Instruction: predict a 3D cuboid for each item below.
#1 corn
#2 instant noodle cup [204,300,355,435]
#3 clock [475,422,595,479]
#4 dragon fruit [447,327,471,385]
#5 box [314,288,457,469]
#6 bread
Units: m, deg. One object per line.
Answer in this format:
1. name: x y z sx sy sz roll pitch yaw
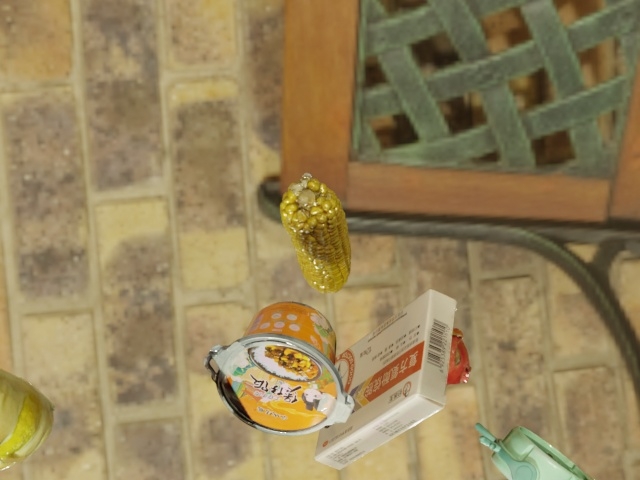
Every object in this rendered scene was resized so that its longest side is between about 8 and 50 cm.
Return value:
1. corn: 0.004 0.002 1.941 0.313 0.102 0.102 69 -173 -62
2. instant noodle cup: -0.048 0.167 1.635 0.177 0.208 0.125 -48 15 32
3. clock: 0.315 0.330 1.693 0.066 0.211 0.159 -54 3 5
4. dragon fruit: 0.219 0.217 2.215 0.133 0.166 0.136 -59 24 11
5. box: 0.112 0.255 2.099 0.353 0.069 0.214 -44 28 50
6. bread: -0.554 0.227 1.678 0.160 0.333 0.333 -65 5 -17
